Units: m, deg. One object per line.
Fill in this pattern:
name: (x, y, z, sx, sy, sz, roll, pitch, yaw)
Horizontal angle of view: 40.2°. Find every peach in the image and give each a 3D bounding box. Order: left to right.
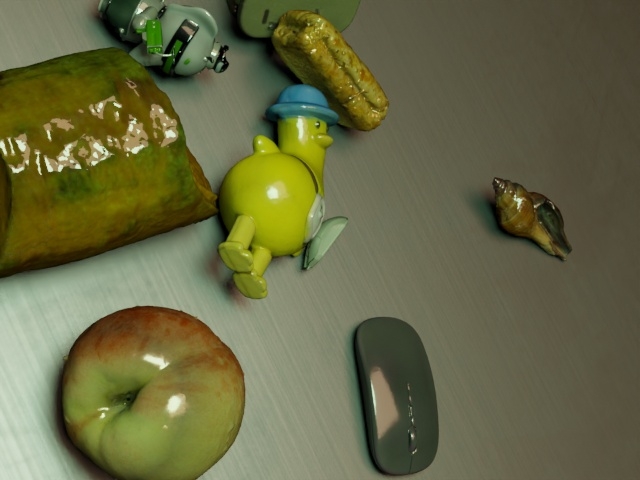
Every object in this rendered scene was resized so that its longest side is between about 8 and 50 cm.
peach: (-0.190, 0.185, 1.037, 0.232, 0.232, 0.233, 12, 66, -28)

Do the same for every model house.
model house: (-0.079, -0.473, 1.376, 0.218, 0.205, 0.279, -10, 48, -36)

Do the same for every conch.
conch: (0.366, -0.043, 1.529, 0.232, 0.086, 0.080, 20, 22, -39)

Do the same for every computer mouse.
computer mouse: (0.000, 0.000, 1.293, 0.032, 0.056, 0.110, 40, 58, -4)
computer mouse: (0.112, 0.223, 1.278, 0.120, 0.057, 0.232, 3, 70, -31)

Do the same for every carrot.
carrot: (-0.272, -0.103, 1.048, 0.340, 0.241, 0.242, -22, 85, -34)

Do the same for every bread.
bread: (0.018, -0.259, 1.332, 0.083, 0.114, 0.211, -50, 128, -7)

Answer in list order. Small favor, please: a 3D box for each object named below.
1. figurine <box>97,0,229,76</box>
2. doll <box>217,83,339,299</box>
figurine: (-0.216, -0.288, 1.223, 0.192, 0.147, 0.126, 24, 75, -8)
doll: (-0.055, -0.080, 1.254, 0.199, 0.145, 0.363, 71, 30, -42)
